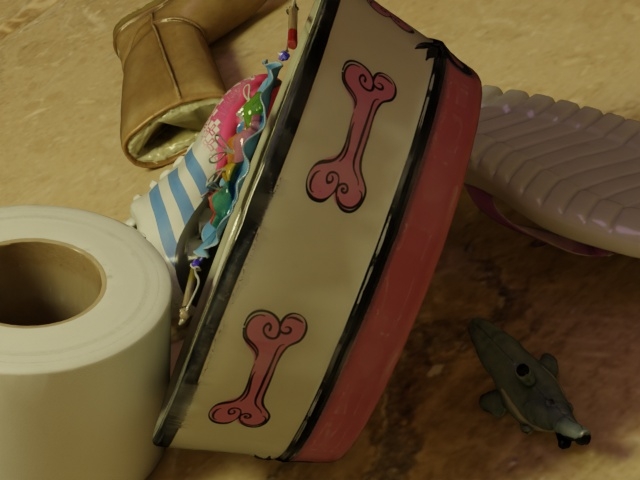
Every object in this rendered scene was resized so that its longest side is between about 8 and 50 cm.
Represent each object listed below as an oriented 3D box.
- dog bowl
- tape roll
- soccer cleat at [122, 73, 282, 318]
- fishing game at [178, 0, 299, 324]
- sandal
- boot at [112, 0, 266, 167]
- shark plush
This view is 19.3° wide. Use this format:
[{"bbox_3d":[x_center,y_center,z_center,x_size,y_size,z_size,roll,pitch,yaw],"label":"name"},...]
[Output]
[{"bbox_3d":[0.002,-0.002,1.521,0.150,0.408,0.408,21,42,-3],"label":"dog bowl"},{"bbox_3d":[-0.252,0.102,1.644,0.246,0.169,0.246,2,35,-2],"label":"tape roll"},{"bbox_3d":[-0.126,-0.052,1.898,0.143,0.116,0.331,-8,38,28],"label":"soccer cleat"},{"bbox_3d":[-0.076,-0.073,1.588,0.189,0.041,0.264,-88,19,-70],"label":"fishing game"},{"bbox_3d":[0.201,-0.050,1.674,0.169,0.102,0.416,-27,35,-29],"label":"sandal"},{"bbox_3d":[-0.133,-0.213,2.166,0.236,0.089,0.269,-34,31,10],"label":"boot"},{"bbox_3d":[0.161,0.122,1.486,0.073,0.067,0.161,-26,32,3],"label":"shark plush"}]
